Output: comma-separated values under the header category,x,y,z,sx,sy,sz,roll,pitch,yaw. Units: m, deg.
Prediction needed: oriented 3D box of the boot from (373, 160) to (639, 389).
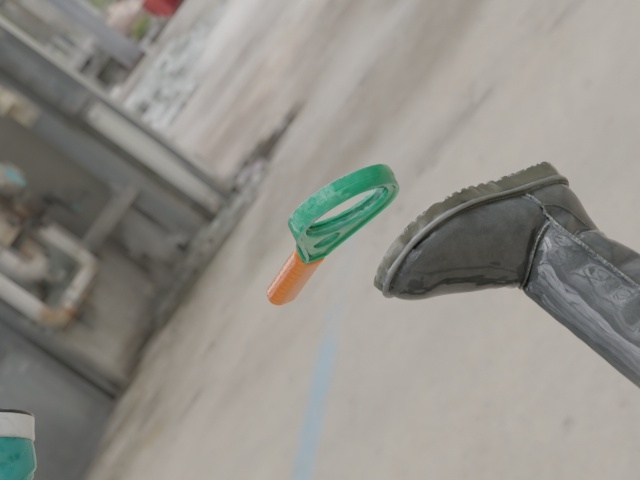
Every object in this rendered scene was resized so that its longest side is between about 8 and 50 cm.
category,x,y,z,sx,sy,sz,roll,pitch,yaw
boot,0.165,0.047,1.190,0.190,0.208,0.076,-27,-28,-29

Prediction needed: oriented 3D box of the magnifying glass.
category,x,y,z,sx,sy,sz,roll,pitch,yaw
magnifying glass,0.000,0.000,1.501,0.092,0.026,0.231,-22,-14,-26

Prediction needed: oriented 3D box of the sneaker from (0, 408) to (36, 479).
category,x,y,z,sx,sy,sz,roll,pitch,yaw
sneaker,-0.391,0.254,1.601,0.124,0.296,0.178,98,165,-76
